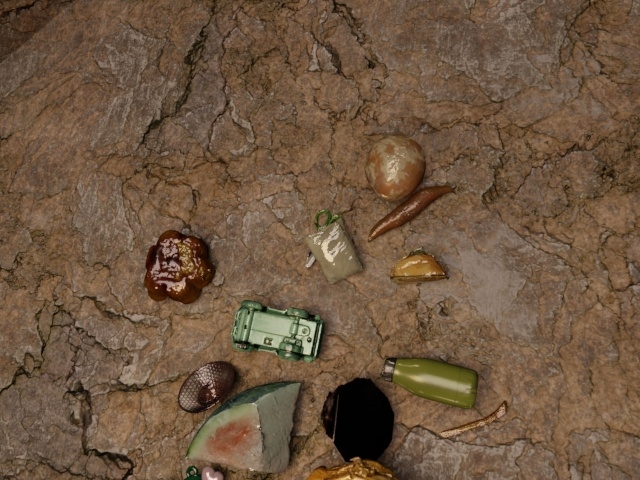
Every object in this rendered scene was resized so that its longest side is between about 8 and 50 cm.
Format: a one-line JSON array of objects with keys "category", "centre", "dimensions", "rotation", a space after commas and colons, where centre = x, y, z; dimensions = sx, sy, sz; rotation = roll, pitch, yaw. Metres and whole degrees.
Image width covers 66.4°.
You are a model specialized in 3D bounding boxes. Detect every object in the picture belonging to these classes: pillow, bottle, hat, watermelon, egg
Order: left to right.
[{"category": "hat", "centre": [-0.341, 0.477, 1.531], "dimensions": [0.193, 0.082, 0.193], "rotation": [-18, 32, 12]}, {"category": "watermelon", "centre": [-0.193, 0.567, 1.413], "dimensions": [0.387, 0.228, 0.258], "rotation": [-38, 80, 7]}, {"category": "pillow", "centre": [0.048, 0.040, 1.545], "dimensions": [0.134, 0.078, 0.181], "rotation": [-28, 92, 7]}, {"category": "egg", "centre": [0.232, -0.226, 1.525], "dimensions": [0.195, 0.195, 0.233], "rotation": [0, 63, 13]}, {"category": "bottle", "centre": [0.305, 0.390, 1.380], "dimensions": [0.260, 0.112, 0.112], "rotation": [10, 78, 16]}]

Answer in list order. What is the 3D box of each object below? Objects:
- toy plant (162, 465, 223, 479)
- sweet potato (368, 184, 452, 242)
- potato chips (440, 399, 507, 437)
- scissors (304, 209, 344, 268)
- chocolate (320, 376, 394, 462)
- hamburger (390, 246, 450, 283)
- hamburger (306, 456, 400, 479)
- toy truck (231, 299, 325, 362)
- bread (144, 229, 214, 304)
[{"category": "toy plant", "centre": [-0.361, 0.785, 1.432], "dimensions": [0.232, 0.112, 0.243], "rotation": [-34, 76, 4]}, {"category": "sweet potato", "centre": [0.274, -0.093, 1.540], "dimensions": [0.314, 0.072, 0.066], "rotation": [-36, 85, -1]}, {"category": "potato chips", "centre": [0.433, 0.507, 1.366], "dimensions": [0.204, 0.026, 0.037], "rotation": [-28, 68, 6]}, {"category": "scissors", "centre": [0.000, 0.000, 1.602], "dimensions": [0.101, 0.027, 0.204], "rotation": [21, 79, 21]}, {"category": "chocolate", "centre": [0.079, 0.514, 1.408], "dimensions": [0.177, 0.206, 0.224], "rotation": [-25, 50, 53]}, {"category": "hamburger", "centre": [0.300, 0.078, 1.486], "dimensions": [0.176, 0.087, 0.102], "rotation": [-6, 62, 20]}, {"category": "hamburger", "centre": [0.096, 0.691, 1.251], "dimensions": [0.290, 0.170, 0.314], "rotation": [-22, 113, 10]}, {"category": "toy truck", "centre": [-0.132, 0.278, 1.490], "dimensions": [0.278, 0.156, 0.155], "rotation": [8, 77, 16]}, {"category": "bread", "centre": [-0.471, 0.084, 1.635], "dimensions": [0.232, 0.135, 0.247], "rotation": [6, 74, 1]}]
